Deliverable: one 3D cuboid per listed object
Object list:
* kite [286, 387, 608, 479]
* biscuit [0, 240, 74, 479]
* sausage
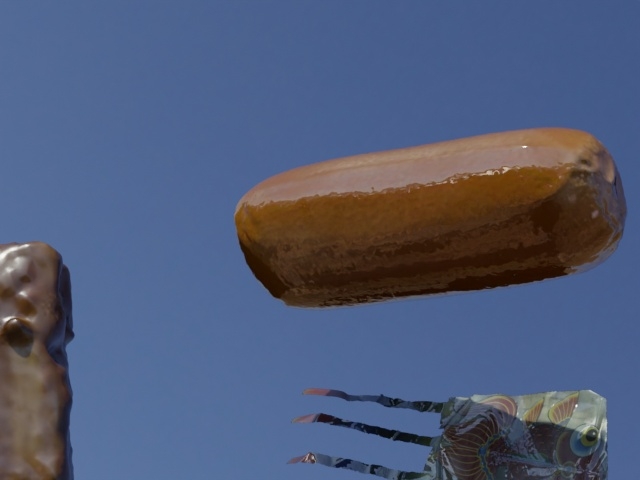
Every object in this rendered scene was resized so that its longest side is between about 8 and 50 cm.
[{"bbox_3d":[0.083,0.146,1.189,0.229,0.127,0.016,4,-41,17],"label":"kite"},{"bbox_3d":[-0.286,0.215,1.457,0.166,0.342,0.395,-2,-24,-10],"label":"biscuit"},{"bbox_3d":[0.070,-0.013,1.143,0.274,0.105,0.105,-9,-49,29],"label":"sausage"}]
